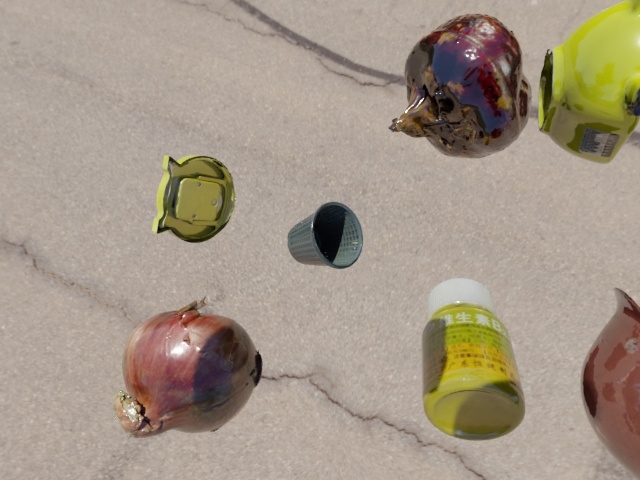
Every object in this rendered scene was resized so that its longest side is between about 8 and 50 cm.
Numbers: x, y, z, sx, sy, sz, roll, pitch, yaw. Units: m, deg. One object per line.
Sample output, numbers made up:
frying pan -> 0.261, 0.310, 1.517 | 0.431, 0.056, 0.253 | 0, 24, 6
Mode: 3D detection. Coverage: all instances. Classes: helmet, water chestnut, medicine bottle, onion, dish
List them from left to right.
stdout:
onion -> -0.324, 0.316, 1.082 | 0.355, 0.353, 0.352 | -1, 65, 2
water chestnut -> 0.323, -0.340, 1.031 | 0.347, 0.335, 0.335 | -32, 67, -13
medicine bottle -> 0.374, 0.283, 1.102 | 0.225, 0.224, 0.384 | 8, 33, 7
dish -> 0.405, -0.237, 0.664 | 0.109, 0.262, 0.220 | 1, 86, 20
helmet -> 0.589, 0.296, 0.736 | 0.385, 0.338, 0.230 | 42, 108, 8

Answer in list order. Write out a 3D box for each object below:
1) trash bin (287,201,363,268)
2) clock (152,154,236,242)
trash bin -> 0.000, 0.000, 1.146 | 0.176, 0.161, 0.175 | 10, 73, -36
clock -> -0.398, -0.133, 1.355 | 0.071, 0.294, 0.276 | 16, 91, 35
